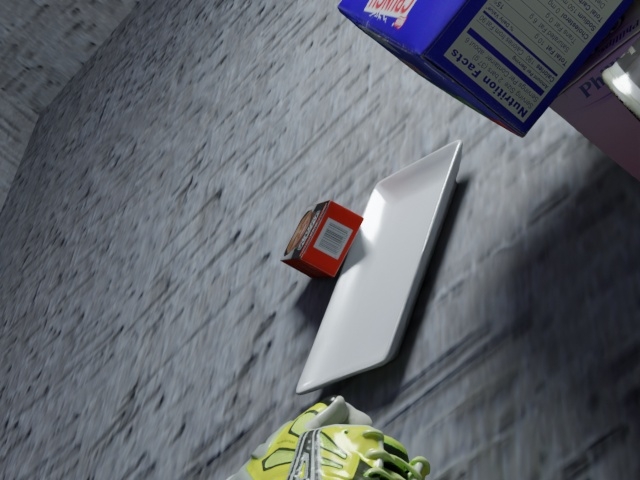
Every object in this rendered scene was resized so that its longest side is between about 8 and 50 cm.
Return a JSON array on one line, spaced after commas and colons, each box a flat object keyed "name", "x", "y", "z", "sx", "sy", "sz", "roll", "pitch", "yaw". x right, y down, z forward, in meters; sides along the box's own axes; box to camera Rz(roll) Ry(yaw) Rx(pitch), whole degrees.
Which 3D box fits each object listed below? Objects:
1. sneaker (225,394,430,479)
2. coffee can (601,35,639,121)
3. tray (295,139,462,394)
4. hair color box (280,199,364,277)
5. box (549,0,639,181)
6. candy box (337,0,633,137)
[{"name": "sneaker", "x": 0.018, "y": 0.213, "z": 1.059, "sx": 0.147, "sy": 0.145, "sz": 0.384, "roll": -55, "pitch": 22, "yaw": -1}, {"name": "coffee can", "x": 0.334, "y": -0.133, "z": 0.837, "sx": 0.275, "sy": 0.201, "sz": 0.201, "roll": -49, "pitch": 22, "yaw": 16}, {"name": "tray", "x": 0.067, "y": 0.030, "z": 1.392, "sx": 0.145, "sy": 0.030, "sz": 0.270, "roll": -28, "pitch": 33, "yaw": 50}, {"name": "hair color box", "x": 0.000, "y": 0.000, "z": 1.512, "sx": 0.072, "sy": 0.043, "sz": 0.141, "roll": -63, "pitch": 8, "yaw": -7}, {"name": "box", "x": 0.299, "y": -0.206, "z": 1.140, "sx": 0.213, "sy": 0.117, "sz": 0.243, "roll": -39, "pitch": 25, "yaw": 35}, {"name": "candy box", "x": 0.177, "y": -0.262, "z": 1.152, "sx": 0.317, "sy": 0.122, "sz": 0.268, "roll": -51, "pitch": 22, "yaw": 6}]
